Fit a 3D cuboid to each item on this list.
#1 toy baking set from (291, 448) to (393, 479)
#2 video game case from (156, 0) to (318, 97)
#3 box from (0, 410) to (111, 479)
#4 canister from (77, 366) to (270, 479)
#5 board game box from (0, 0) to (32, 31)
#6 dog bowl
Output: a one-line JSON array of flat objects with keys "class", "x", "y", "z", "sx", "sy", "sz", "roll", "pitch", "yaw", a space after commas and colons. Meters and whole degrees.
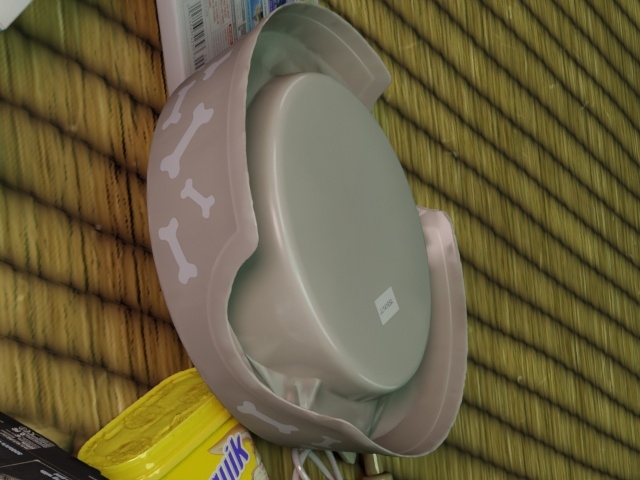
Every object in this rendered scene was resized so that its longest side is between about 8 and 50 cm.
[{"class": "toy baking set", "x": 0.027, "y": 0.236, "z": 0.812, "sx": 0.196, "sy": 0.030, "sz": 0.256, "roll": 17, "pitch": 63, "yaw": -67}, {"class": "video game case", "x": -0.064, "y": -0.240, "z": 0.746, "sx": 0.193, "sy": 0.023, "sz": 0.212, "roll": -45, "pitch": 146, "yaw": -40}, {"class": "box", "x": -0.174, "y": 0.154, "z": 0.405, "sx": 0.242, "sy": 0.307, "sz": 0.077, "roll": 3, "pitch": 105, "yaw": -62}, {"class": "canister", "x": -0.089, "y": 0.198, "z": 0.706, "sx": 0.126, "sy": 0.073, "sz": 0.170, "roll": -38, "pitch": 115, "yaw": -43}, {"class": "board game box", "x": -0.212, "y": -0.330, "z": 0.619, "sx": 0.254, "sy": 0.079, "sz": 0.336, "roll": 51, "pitch": 52, "yaw": -31}, {"class": "dog bowl", "x": 0.000, "y": 0.000, "z": 0.739, "sx": 0.349, "sy": 0.102, "sz": 0.349, "roll": 37, "pitch": 45, "yaw": -49}]
